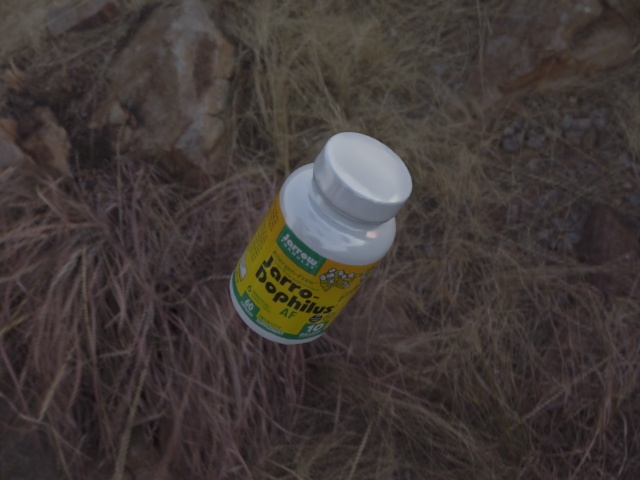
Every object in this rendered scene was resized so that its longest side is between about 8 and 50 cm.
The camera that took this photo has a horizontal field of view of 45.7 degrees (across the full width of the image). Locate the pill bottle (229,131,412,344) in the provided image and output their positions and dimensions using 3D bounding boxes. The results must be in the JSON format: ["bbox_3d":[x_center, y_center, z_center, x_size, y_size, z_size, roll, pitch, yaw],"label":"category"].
[{"bbox_3d":[0.000,0.000,0.730,0.117,0.208,0.118,18,44,-18],"label":"pill bottle"}]
